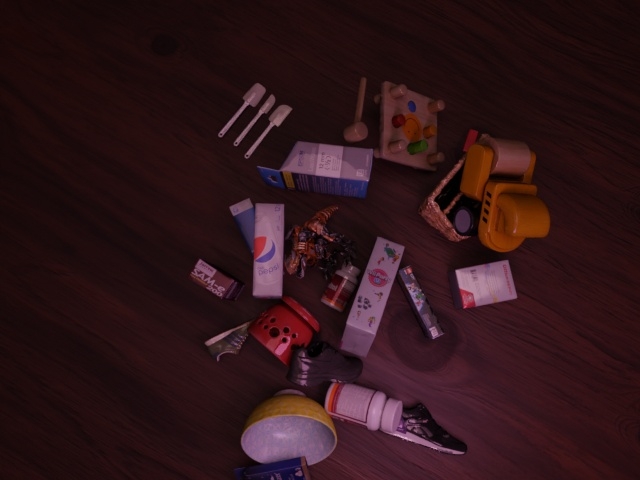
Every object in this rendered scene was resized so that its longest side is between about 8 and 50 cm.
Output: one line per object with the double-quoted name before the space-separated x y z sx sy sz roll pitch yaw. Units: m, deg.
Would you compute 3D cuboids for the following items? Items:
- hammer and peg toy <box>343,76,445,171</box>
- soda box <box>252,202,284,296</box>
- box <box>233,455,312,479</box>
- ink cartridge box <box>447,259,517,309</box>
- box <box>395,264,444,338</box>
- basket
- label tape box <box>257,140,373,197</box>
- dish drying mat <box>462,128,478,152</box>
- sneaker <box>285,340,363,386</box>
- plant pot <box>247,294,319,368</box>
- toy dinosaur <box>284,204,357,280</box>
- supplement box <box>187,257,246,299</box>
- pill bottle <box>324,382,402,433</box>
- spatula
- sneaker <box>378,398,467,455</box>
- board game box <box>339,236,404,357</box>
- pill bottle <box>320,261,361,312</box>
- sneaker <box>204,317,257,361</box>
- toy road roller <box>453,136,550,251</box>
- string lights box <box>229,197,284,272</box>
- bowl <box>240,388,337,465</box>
"hammer and peg toy" 0.251 -0.383 1.831 0.361 0.127 0.266 10 79 -37
"soda box" -0.159 0.033 1.746 0.091 0.098 0.286 1 80 -3
"box" -0.146 0.740 1.764 0.225 0.136 0.036 -10 38 1
"ink cartridge box" 0.520 0.145 1.832 0.176 0.127 0.128 -10 81 0
"box" 0.313 0.198 1.813 0.044 0.159 0.233 -25 82 -1
"basket" 0.492 -0.149 1.830 0.213 0.223 0.299 42 83 6
"label tape box" -0.014 -0.231 1.839 0.347 0.249 0.115 9 82 3
"dish drying mat" 0.520 -0.343 1.966 0.032 0.008 0.083 19 83 5
"sneaker" 0.027 0.374 1.757 0.286 0.109 0.130 5 93 -42
"plant pot" -0.107 0.284 1.798 0.191 0.191 0.174 42 79 7
"toy dinosaur" 0.000 0.000 1.819 0.218 0.164 0.322 39 68 -15
"supplement box" -0.324 0.128 1.797 0.130 0.239 0.073 31 84 6
"pill bottle" 0.133 0.515 1.757 0.221 0.121 0.121 10 81 24
"spatula" -0.237 -0.420 1.993 0.168 0.019 0.242 38 85 1
"sneaker" 0.333 0.584 1.786 0.283 0.107 0.124 17 77 4
"board game box" 0.155 0.177 1.745 0.097 0.224 0.303 20 61 6
"pill bottle" 0.069 0.152 1.863 0.086 0.086 0.152 28 82 5
"sneaker" -0.279 0.329 1.860 0.192 0.064 0.086 -25 88 -1
"toy road roller" 0.559 -0.129 1.676 0.202 0.240 0.330 0 104 -26
"string lights box" -0.206 0.003 1.867 0.076 0.133 0.260 -25 81 -5
"bowl" -0.095 0.559 1.755 0.289 0.290 0.156 -3 38 1
